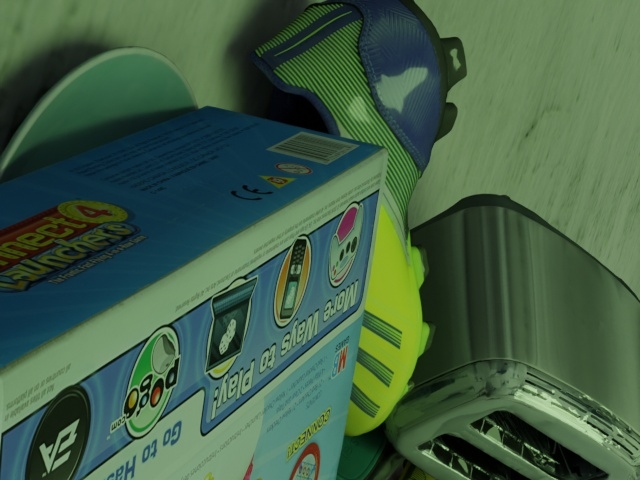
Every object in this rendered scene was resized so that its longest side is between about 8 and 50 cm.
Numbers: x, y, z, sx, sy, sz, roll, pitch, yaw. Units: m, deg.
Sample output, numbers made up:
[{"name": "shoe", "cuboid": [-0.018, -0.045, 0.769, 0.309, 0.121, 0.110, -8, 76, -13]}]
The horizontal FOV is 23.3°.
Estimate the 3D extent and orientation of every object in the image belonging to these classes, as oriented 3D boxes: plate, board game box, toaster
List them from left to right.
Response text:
[{"name": "plate", "cuboid": [-0.100, 0.012, 0.617, 0.188, 0.024, 0.188, -52, 152, -43]}, {"name": "board game box", "cuboid": [-0.084, 0.128, 0.558, 0.308, 0.086, 0.301, -33, 135, -65]}, {"name": "toaster", "cuboid": [0.117, 0.076, 0.978, 0.227, 0.129, 0.146, 35, 40, -36]}]

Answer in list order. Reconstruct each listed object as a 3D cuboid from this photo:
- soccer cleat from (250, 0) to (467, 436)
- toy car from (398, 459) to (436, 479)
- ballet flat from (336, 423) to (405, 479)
[{"name": "soccer cleat", "cuboid": [-0.001, -0.001, 0.817, 0.121, 0.093, 0.289, -21, 137, -27]}, {"name": "toy car", "cuboid": [0.043, 0.262, 1.111, 0.225, 0.053, 0.239, -63, 171, -8]}, {"name": "ballet flat", "cuboid": [0.023, 0.126, 0.997, 0.068, 0.072, 0.213, -52, 170, 28]}]
